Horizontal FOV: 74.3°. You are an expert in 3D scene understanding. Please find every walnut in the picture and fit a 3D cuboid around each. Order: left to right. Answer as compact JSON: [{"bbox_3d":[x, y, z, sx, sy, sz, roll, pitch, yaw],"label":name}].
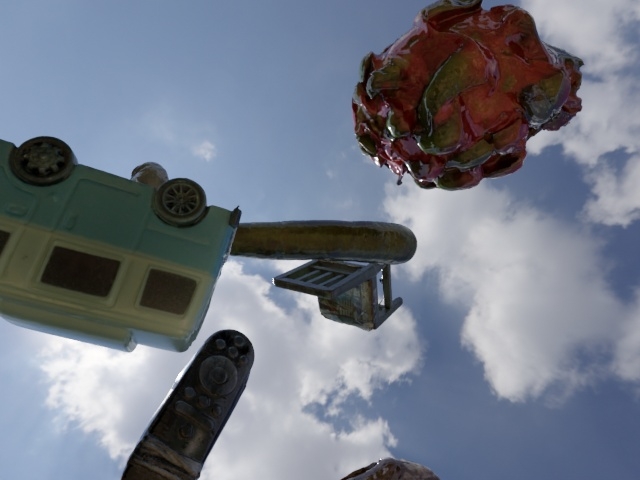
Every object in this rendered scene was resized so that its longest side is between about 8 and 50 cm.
[{"bbox_3d":[0.068,0.404,0.613,0.245,0.137,0.137,-26,-105,-11],"label":"walnut"}]

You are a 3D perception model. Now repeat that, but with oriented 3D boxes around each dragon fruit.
[{"bbox_3d":[0.193,-0.191,0.590,0.302,0.231,0.237,0,-100,-3],"label":"dragon fruit"}]

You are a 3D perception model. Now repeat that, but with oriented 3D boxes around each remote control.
[{"bbox_3d":[-0.169,0.231,0.557,0.090,0.266,0.066,32,-52,-4],"label":"remote control"}]

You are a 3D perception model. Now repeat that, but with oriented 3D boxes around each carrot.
[{"bbox_3d":[0.000,0.000,0.655,0.358,0.074,0.074,3,-100,-28],"label":"carrot"}]

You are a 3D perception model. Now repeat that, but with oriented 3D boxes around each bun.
[{"bbox_3d":[-0.222,-0.063,0.542,0.083,0.045,0.083,8,-80,53],"label":"bun"}]

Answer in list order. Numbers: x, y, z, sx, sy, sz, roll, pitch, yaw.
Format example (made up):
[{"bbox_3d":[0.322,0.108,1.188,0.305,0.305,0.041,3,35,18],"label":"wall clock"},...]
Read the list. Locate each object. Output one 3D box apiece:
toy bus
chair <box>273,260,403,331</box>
[{"bbox_3d":[-0.234,0.011,0.420,0.271,0.133,0.165,17,-115,-11],"label":"toy bus"},{"bbox_3d":[0.047,0.105,0.832,0.136,0.270,0.147,7,-69,33],"label":"chair"}]
